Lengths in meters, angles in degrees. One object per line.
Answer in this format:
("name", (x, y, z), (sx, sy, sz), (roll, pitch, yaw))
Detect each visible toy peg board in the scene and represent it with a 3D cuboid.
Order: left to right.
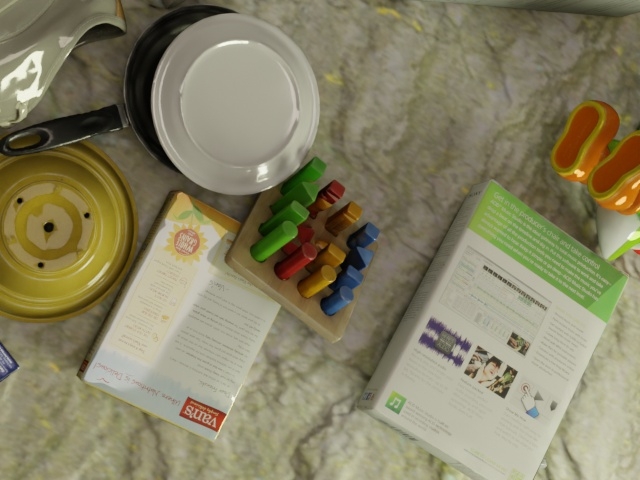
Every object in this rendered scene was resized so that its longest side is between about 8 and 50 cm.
("toy peg board", (0.000, 0.000, 1.386), (0.161, 0.079, 0.161), (38, 47, -15))

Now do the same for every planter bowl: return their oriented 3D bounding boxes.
("planter bowl", (-0.297, -0.015, 1.323), (0.217, 0.090, 0.217), (-1, 92, -18))

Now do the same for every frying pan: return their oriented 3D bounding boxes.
("frying pan", (-0.176, -0.126, 1.367), (0.326, 0.053, 0.197), (-41, 106, -18))

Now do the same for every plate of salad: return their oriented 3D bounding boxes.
("plate of salad", (-0.094, -0.150, 1.357), (0.200, 0.048, 0.199), (-1, 93, -25))

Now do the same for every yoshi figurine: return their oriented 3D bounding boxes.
("yoshi figurine", (0.474, -0.066, 1.518), (0.362, 0.203, 0.203), (26, 63, -33))

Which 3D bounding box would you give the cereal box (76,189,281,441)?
("cereal box", (-0.146, 0.086, 1.396), (0.173, 0.047, 0.240), (29, 83, -19))

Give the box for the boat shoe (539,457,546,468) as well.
("boat shoe", (0.236, 0.266, 1.537), (0.100, 0.035, 0.035), (5, 63, -14))

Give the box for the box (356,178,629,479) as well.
("box", (0.215, 0.121, 1.493), (0.232, 0.058, 0.322), (34, 75, -15))

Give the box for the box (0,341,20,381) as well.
("box", (-0.453, 0.149, 1.303), (0.225, 0.036, 0.136), (-37, 102, -15))

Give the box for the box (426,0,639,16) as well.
("box", (0.261, -0.369, 1.430), (0.345, 0.215, 0.168), (1, 91, -19))

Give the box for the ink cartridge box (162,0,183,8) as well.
("ink cartridge box", (-0.146, -0.422, 1.347), (0.198, 0.115, 0.272), (-32, 101, -14))

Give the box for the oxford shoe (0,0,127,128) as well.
("oxford shoe", (-0.377, -0.153, 1.259), (0.449, 0.169, 0.130), (-40, 104, -18))
